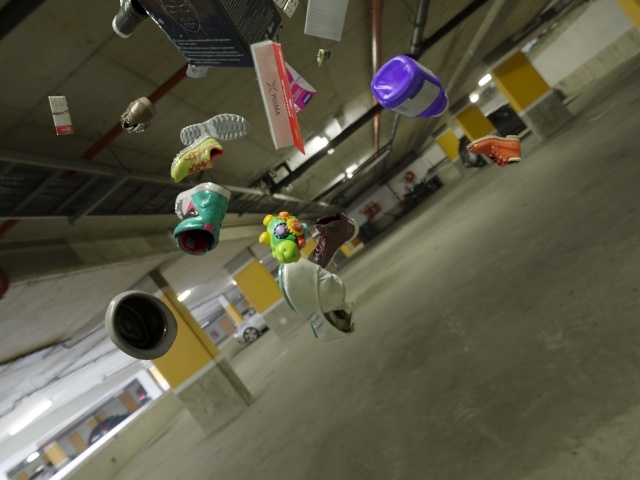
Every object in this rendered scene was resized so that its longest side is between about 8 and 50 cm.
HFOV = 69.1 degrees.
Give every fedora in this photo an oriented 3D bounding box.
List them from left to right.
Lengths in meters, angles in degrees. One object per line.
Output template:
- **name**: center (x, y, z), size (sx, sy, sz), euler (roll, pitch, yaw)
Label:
- **fedora**: center (-0.686, 0.319, 1.727), size (0.124, 0.275, 0.244), euler (-20, 40, 37)

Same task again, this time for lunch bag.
- **lunch bag**: center (-0.503, -0.703, 1.895), size (0.083, 0.053, 0.071), euler (-25, -20, -45)

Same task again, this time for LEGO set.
- **LEGO set**: center (-0.207, -0.931, 1.909), size (0.182, 0.060, 0.244), euler (23, -84, -57)

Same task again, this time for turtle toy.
- **turtle toy**: center (-0.065, -0.003, 0.909), size (0.066, 0.095, 0.130), euler (-39, 30, 37)

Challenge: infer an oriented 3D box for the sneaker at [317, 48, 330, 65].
- **sneaker**: center (0.011, -0.538, 1.368), size (0.035, 0.031, 0.083), euler (-12, 4, -6)

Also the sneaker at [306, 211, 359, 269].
- **sneaker**: center (0.000, 0.000, 1.712), size (0.281, 0.106, 0.162), euler (-48, -45, 7)

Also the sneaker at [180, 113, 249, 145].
- **sneaker**: center (-0.429, -0.452, 1.920), size (0.281, 0.105, 0.115), euler (-8, 2, 3)

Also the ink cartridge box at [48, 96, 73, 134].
- **ink cartridge box**: center (-0.973, -0.470, 1.745), size (0.056, 0.135, 0.099), euler (-13, 20, -24)

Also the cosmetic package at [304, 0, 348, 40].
- **cosmetic package**: center (0.029, -0.920, 1.830), size (0.184, 0.151, 0.151), euler (106, 174, -51)

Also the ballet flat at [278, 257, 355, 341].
- **ballet flat**: center (0.013, 0.147, 1.150), size (0.139, 0.139, 0.400), euler (-38, -32, -9)

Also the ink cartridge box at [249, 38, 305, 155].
- **ink cartridge box**: center (-0.126, -0.403, 1.312), size (0.066, 0.296, 0.261), euler (-16, 27, -6)

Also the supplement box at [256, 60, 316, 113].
- **supplement box**: center (-0.145, -0.656, 1.974), size (0.111, 0.220, 0.114), euler (-56, 22, -12)

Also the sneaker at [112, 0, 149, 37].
- **sneaker**: center (-0.706, -0.928, 1.805), size (0.147, 0.296, 0.104), euler (-18, -35, 32)

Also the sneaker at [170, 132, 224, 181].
- **sneaker**: center (-0.390, -0.254, 1.479), size (0.208, 0.094, 0.081), euler (-52, -6, -24)

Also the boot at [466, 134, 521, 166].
- **boot**: center (0.489, -0.247, 1.301), size (0.157, 0.085, 0.059), euler (-3, -13, -7)

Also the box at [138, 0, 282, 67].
- **box**: center (-0.352, -0.733, 1.384), size (0.395, 0.293, 0.212), euler (49, -121, -57)

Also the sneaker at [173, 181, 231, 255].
- **sneaker**: center (-0.356, -0.043, 1.318), size (0.295, 0.123, 0.178), euler (-16, 56, 56)

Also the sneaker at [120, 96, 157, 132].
- **sneaker**: center (-0.439, -0.283, 1.082), size (0.071, 0.066, 0.188), euler (-44, 18, -23)

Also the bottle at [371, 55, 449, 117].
- **bottle**: center (0.235, -0.360, 1.136), size (0.118, 0.092, 0.283), euler (-41, -20, 30)
